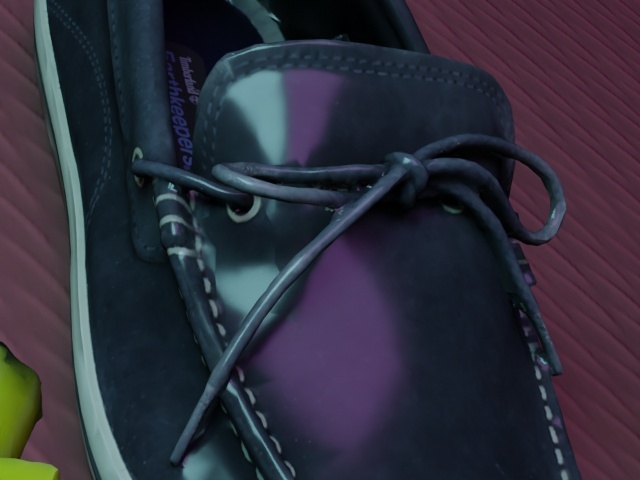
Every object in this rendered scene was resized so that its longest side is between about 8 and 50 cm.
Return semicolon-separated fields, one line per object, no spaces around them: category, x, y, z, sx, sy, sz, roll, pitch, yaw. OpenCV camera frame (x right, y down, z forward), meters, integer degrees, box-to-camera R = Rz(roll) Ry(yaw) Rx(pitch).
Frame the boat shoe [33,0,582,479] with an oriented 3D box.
boat shoe;0.000;0.000;0.602;0.186;0.156;0.500;9;41;-32

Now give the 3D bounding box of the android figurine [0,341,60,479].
android figurine;-0.165;0.111;0.362;0.248;0.056;0.273;8;33;6
